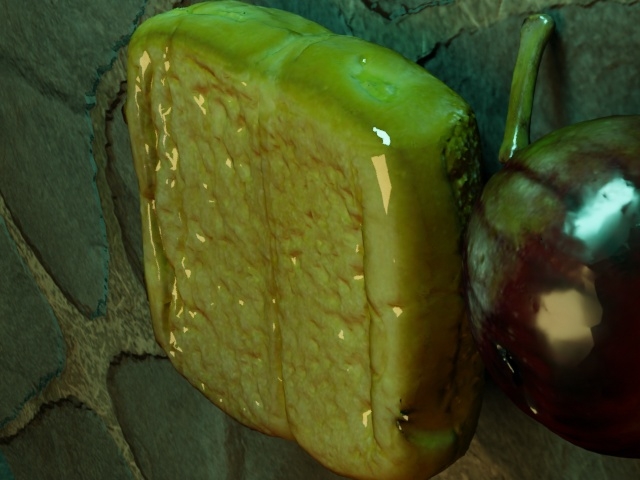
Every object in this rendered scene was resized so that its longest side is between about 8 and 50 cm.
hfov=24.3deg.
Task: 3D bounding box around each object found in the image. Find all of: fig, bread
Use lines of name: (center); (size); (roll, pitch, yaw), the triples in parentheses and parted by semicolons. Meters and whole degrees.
fig: (0.152, 0.009, 0.872); (0.249, 0.186, 0.204); (40, 160, 45)
bread: (0.006, -0.003, 1.107); (0.328, 0.148, 0.337); (21, 127, 43)
